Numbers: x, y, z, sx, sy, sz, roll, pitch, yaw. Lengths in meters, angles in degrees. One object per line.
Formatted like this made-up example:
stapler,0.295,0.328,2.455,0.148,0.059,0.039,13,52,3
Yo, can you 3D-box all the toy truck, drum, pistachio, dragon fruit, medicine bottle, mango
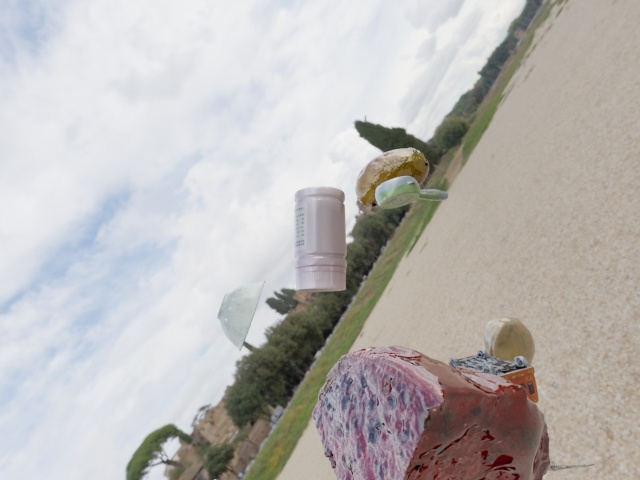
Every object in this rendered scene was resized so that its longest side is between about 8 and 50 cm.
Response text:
toy truck,0.441,0.359,1.129,0.108,0.114,0.253,-11,-7,-13
drum,0.266,-0.134,1.167,0.253,0.049,0.130,-7,-16,-22
pistachio,0.674,0.372,1.552,0.181,0.162,0.293,-54,-44,-17
dragon fruit,0.148,0.286,0.566,0.302,0.330,0.240,-9,55,64
medicine bottle,0.000,0.000,1.079,0.133,0.133,0.249,68,-160,-78
mango,0.213,-0.196,1.331,0.249,0.151,0.156,-25,5,34

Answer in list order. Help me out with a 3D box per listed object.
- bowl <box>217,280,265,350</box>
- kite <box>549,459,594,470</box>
bowl,-0.355,0.300,1.849,0.313,0.146,0.313,-161,90,-85
kite,0.660,0.646,1.247,0.250,0.229,0.012,39,-135,-56
